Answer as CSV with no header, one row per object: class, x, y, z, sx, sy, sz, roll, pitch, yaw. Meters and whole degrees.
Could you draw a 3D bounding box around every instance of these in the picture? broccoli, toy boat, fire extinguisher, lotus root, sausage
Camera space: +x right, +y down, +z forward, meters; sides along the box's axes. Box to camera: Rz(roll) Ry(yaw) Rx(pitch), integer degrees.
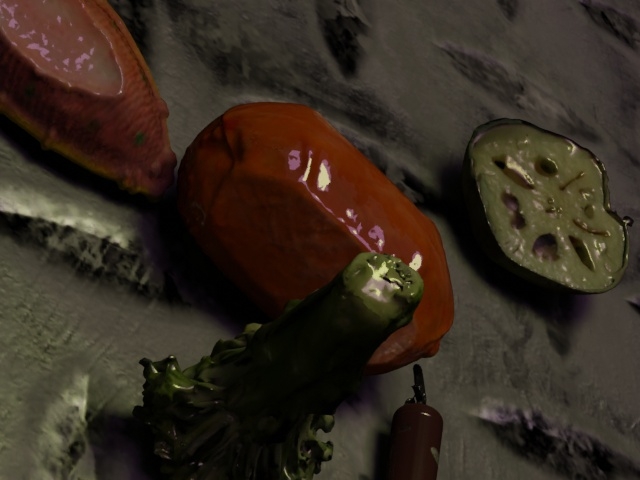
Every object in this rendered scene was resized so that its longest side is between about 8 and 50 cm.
broccoli,-0.015,0.094,1.263,0.165,0.304,0.145,-24,74,-35
toy boat,-0.232,-0.162,1.469,0.318,0.099,0.141,47,63,3
fire extinguisher,0.077,0.188,1.473,0.078,0.045,0.157,75,18,-46
lotus root,0.214,-0.023,1.791,0.203,0.078,0.183,26,52,-20
sausage,0.000,-0.001,1.486,0.268,0.153,0.141,43,23,-9
